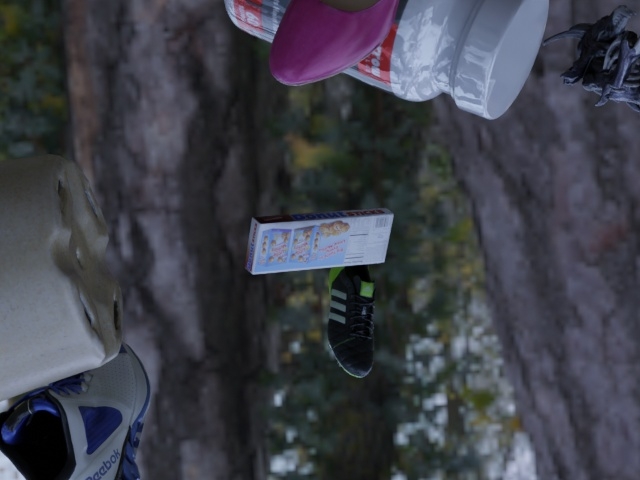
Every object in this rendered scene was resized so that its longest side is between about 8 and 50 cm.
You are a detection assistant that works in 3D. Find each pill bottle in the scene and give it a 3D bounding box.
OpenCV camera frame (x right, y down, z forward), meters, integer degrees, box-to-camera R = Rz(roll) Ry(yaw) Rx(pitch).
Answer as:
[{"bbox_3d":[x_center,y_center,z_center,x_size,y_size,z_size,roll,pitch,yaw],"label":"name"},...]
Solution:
[{"bbox_3d":[0.081,-0.295,1.838,0.363,0.210,0.210,25,-160,20],"label":"pill bottle"}]

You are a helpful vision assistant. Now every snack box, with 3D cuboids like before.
[{"bbox_3d":[0.000,0.000,1.711,0.178,0.064,0.022,-5,-152,-31],"label":"snack box"}]

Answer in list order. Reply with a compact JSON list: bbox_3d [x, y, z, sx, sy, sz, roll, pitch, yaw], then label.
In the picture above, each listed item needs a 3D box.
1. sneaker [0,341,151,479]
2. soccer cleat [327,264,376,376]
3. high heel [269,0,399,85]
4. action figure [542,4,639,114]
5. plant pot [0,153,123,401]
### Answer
[{"bbox_3d":[-0.315,0.217,1.896,0.127,0.182,0.315,-28,-138,17],"label":"sneaker"},{"bbox_3d":[0.044,0.090,1.929,0.060,0.179,0.072,14,140,-25],"label":"soccer cleat"},{"bbox_3d":[0.041,-0.224,1.097,0.082,0.244,0.117,40,167,23],"label":"high heel"},{"bbox_3d":[0.368,-0.178,1.567,0.276,0.141,0.164,41,-140,24],"label":"action figure"},{"bbox_3d":[-0.379,0.050,1.547,0.305,0.333,0.334,-13,-171,4],"label":"plant pot"}]
